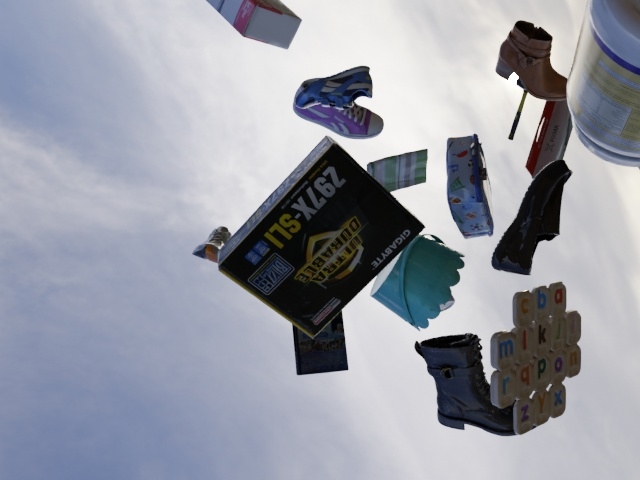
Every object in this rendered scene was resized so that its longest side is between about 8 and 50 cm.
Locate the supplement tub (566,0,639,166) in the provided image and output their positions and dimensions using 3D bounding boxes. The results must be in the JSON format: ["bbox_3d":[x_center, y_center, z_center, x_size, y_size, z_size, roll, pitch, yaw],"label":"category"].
[{"bbox_3d":[0.501,-0.268,0.820,0.331,0.241,0.241,49,-155,-66],"label":"supplement tub"}]

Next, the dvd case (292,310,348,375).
[{"bbox_3d":[-0.004,0.278,1.715,0.180,0.022,0.252,3,-106,-32],"label":"dvd case"}]

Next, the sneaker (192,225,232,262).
[{"bbox_3d":[-0.334,0.007,1.779,0.099,0.262,0.121,20,-94,-4],"label":"sneaker"}]

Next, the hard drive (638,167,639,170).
[{"bbox_3d":[0.724,-0.214,1.083,0.047,0.233,0.353,31,-144,-29],"label":"hard drive"}]

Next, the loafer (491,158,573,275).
[{"bbox_3d":[0.379,-0.033,0.962,0.078,0.220,0.080,30,-175,29],"label":"loafer"}]

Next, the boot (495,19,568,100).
[{"bbox_3d":[0.494,-0.399,1.249,0.197,0.152,0.073,24,-110,10],"label":"boot"}]

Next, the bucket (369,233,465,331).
[{"bbox_3d":[0.285,0.108,1.676,0.183,0.281,0.281,29,-137,-1],"label":"bucket"}]

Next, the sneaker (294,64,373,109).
[{"bbox_3d":[0.026,-0.255,0.978,0.053,0.144,0.059,-13,-95,-82],"label":"sneaker"}]

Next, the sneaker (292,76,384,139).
[{"bbox_3d":[0.064,-0.382,1.608,0.282,0.161,0.102,13,-111,-9],"label":"sneaker"}]

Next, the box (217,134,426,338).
[{"bbox_3d":[0.000,0.000,1.082,0.257,0.322,0.079,41,-169,-22],"label":"box"}]

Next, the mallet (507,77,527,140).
[{"bbox_3d":[0.572,-0.369,1.580,0.039,0.189,0.062,-19,-144,-31],"label":"mallet"}]

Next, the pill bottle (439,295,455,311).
[{"bbox_3d":[0.401,0.167,1.971,0.087,0.087,0.160,10,-135,-42],"label":"pill bottle"}]

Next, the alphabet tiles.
[{"bbox_3d":[0.427,0.226,1.097,0.284,0.021,0.277,-7,-83,-35],"label":"alphabet tiles"}]

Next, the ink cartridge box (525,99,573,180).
[{"bbox_3d":[0.729,-0.320,1.758,0.239,0.060,0.275,18,-90,-60],"label":"ink cartridge box"}]

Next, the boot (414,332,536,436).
[{"bbox_3d":[0.349,0.308,1.228,0.091,0.263,0.228,-56,-43,-61],"label":"boot"}]

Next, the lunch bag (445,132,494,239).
[{"bbox_3d":[0.443,-0.163,1.652,0.303,0.115,0.243,58,-146,-50],"label":"lunch bag"}]

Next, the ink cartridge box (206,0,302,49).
[{"bbox_3d":[-0.229,-0.767,1.842,0.207,0.117,0.283,-5,-134,-48],"label":"ink cartridge box"}]

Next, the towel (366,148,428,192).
[{"bbox_3d":[0.187,-0.161,1.354,0.152,0.113,0.023,-14,-129,-5],"label":"towel"}]
